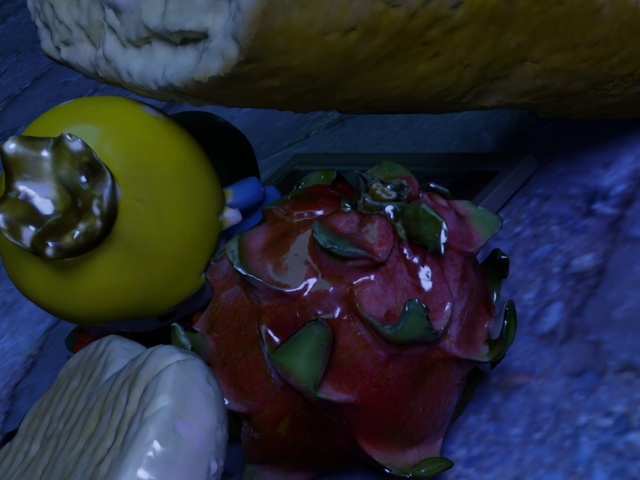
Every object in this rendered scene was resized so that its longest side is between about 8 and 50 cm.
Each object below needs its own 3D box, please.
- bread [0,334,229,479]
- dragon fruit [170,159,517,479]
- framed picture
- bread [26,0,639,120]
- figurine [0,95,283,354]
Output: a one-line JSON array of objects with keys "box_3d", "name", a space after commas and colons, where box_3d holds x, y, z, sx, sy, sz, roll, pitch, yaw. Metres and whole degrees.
[{"box_3d": [-0.132, 0.168, 0.465, 0.316, 0.054, 0.316, -44, 23, 24], "name": "bread"}, {"box_3d": [-0.007, 0.057, 0.565, 0.236, 0.135, 0.137, -39, 5, 36], "name": "dragon fruit"}, {"box_3d": [0.000, 0.000, 0.787, 0.184, 0.016, 0.250, -43, 27, -25], "name": "framed picture"}, {"box_3d": [0.059, -0.146, 0.627, 0.376, 0.165, 0.237, -3, 8, -34], "name": "bread"}, {"box_3d": [-0.104, 0.015, 0.628, 0.234, 0.127, 0.185, -69, 2, -78], "name": "figurine"}]
